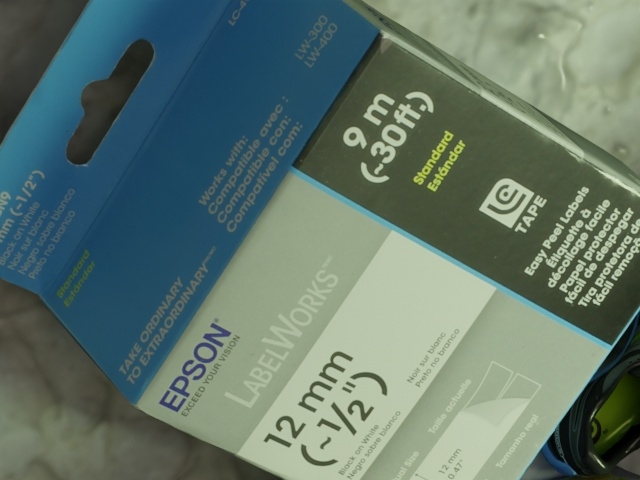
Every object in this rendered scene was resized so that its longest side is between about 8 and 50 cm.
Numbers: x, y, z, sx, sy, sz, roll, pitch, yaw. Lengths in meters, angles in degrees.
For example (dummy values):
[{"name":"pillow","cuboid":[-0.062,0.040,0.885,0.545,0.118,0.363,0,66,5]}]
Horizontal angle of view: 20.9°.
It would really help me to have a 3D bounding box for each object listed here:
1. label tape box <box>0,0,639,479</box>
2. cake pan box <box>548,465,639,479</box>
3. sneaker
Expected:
[{"name":"label tape box","cuboid":[0.000,0.000,0.979,0.348,0.115,0.249,28,103,-26]},{"name":"cake pan box","cuboid":[0.113,0.298,1.117,0.246,0.070,0.266,-11,98,-15]},{"name":"sneaker","cuboid":[0.222,0.084,1.125,0.188,0.078,0.067,-47,107,-9]}]
